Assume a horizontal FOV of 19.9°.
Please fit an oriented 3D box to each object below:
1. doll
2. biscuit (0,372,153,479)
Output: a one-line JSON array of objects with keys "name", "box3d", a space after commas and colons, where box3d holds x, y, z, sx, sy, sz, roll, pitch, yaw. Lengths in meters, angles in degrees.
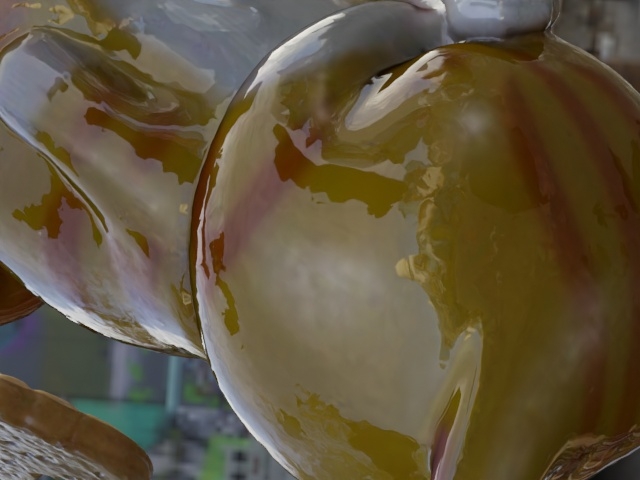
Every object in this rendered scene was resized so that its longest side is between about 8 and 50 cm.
[{"name": "doll", "box3d": [-0.007, -0.019, 0.552, 0.269, 0.167, 0.162, 25, 128, 43]}, {"name": "biscuit", "box3d": [-0.195, 0.070, 0.865, 0.162, 0.250, 0.035, 91, -162, -63]}]
